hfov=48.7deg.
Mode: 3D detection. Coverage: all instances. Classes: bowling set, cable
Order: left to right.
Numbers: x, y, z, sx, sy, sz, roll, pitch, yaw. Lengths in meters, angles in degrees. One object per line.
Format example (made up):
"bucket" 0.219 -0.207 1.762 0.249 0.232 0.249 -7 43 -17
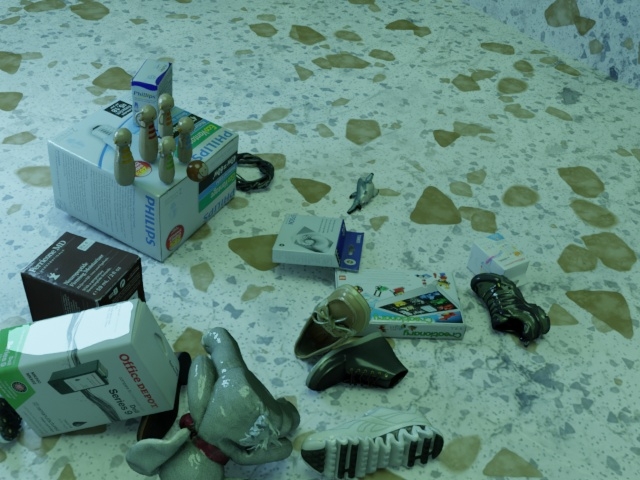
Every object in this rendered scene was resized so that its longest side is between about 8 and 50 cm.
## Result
"bowling set" -0.356 -0.240 1.708 0.199 0.154 0.287 16 43 5
"cable" -0.214 -0.206 2.126 0.184 0.047 0.150 29 40 29

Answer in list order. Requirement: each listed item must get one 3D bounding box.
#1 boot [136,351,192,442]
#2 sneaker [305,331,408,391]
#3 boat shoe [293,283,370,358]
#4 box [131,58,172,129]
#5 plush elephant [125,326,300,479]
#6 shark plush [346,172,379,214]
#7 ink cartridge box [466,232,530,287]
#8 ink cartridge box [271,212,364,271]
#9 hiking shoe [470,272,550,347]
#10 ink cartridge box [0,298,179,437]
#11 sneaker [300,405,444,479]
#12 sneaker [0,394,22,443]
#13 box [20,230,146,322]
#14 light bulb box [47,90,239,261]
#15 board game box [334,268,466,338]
"boot" -0.351 0.329 1.466 0.106 0.082 0.219 -5 42 25
"sneaker" 0.082 0.288 1.538 0.222 0.083 0.118 -24 53 -27
"boat shoe" 0.022 0.186 1.515 0.089 0.285 0.105 -35 76 -31
"box" -0.440 -0.384 1.854 0.072 0.137 0.126 12 41 0
"plush elephant" -0.195 0.368 1.309 0.255 0.272 0.330 -40 13 0
"shark plush" 0.117 -0.128 2.085 0.067 0.073 0.161 4 57 29
"ink cartridge box" 0.469 0.065 1.843 0.092 0.090 0.143 -19 45 -26
"ink cartridge box" 0.000 0.000 1.857 0.223 0.045 0.223 6 27 4
"hiking shoe" 0.445 0.163 1.726 0.114 0.086 0.227 -25 50 -36
"ink cartridge box" -0.446 0.248 1.361 0.289 0.211 0.122 -14 40 7
"sneaker" 0.094 0.394 1.407 0.291 0.110 0.118 0 32 -20
"sneaker" -0.672 0.320 1.422 0.086 0.085 0.237 -37 55 -7
"box" -0.531 0.114 1.604 0.203 0.167 0.168 17 41 14
"light bulb box" -0.466 -0.188 1.909 0.360 0.225 0.358 25 44 16
"board game box" 0.189 0.152 1.734 0.305 0.053 0.193 3 39 -4
